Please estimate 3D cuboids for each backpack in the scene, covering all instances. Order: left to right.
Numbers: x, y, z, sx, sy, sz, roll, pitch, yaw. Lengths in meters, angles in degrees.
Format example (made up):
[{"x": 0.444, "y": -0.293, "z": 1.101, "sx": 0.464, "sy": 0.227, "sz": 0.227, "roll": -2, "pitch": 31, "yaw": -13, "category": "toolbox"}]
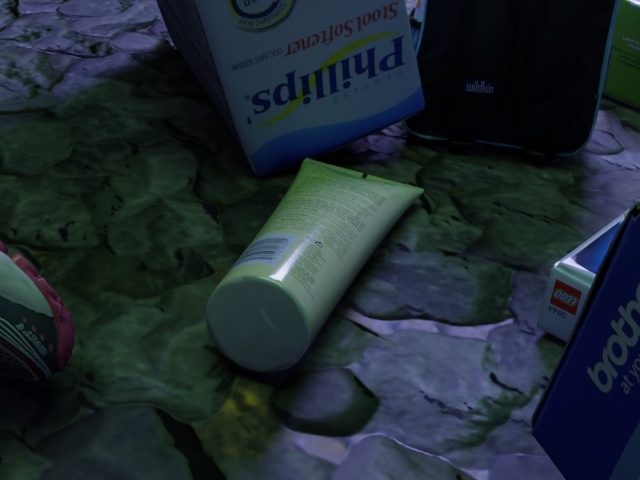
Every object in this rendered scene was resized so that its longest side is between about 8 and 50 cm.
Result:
[{"x": 0.156, "y": -0.178, "z": 0.848, "sx": 0.165, "sy": 0.188, "sz": 0.144, "roll": 10, "pitch": 32, "yaw": 7, "category": "backpack"}]

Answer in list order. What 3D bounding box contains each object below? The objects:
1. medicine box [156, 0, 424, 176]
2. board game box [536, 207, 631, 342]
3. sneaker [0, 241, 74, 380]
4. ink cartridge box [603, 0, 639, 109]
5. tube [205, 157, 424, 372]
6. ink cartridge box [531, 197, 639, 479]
[{"x": -0.058, "y": -0.245, "z": 0.808, "sx": 0.149, "sy": 0.289, "sz": 0.263, "roll": -23, "pitch": 38, "yaw": -8, "category": "medicine box"}, {"x": 0.303, "y": 0.020, "z": 0.684, "sx": 0.193, "sy": 0.053, "sz": 0.305, "roll": 29, "pitch": 39, "yaw": 31, "category": "board game box"}, {"x": -0.272, "y": 0.047, "z": 0.509, "sx": 0.299, "sy": 0.121, "sz": 0.112, "roll": 3, "pitch": 61, "yaw": -6, "category": "sneaker"}, {"x": 0.412, "y": -0.152, "z": 0.938, "sx": 0.188, "sy": 0.097, "sz": 0.255, "roll": -24, "pitch": 42, "yaw": -39, "category": "ink cartridge box"}, {"x": 0.000, "y": 0.000, "z": 0.669, "sx": 0.070, "sy": 0.062, "sz": 0.240, "roll": 51, "pitch": 28, "yaw": -10, "category": "tube"}, {"x": 0.274, "y": 0.099, "z": 0.402, "sx": 0.270, "sy": 0.151, "sz": 0.395, "roll": -11, "pitch": 45, "yaw": -25, "category": "ink cartridge box"}]
